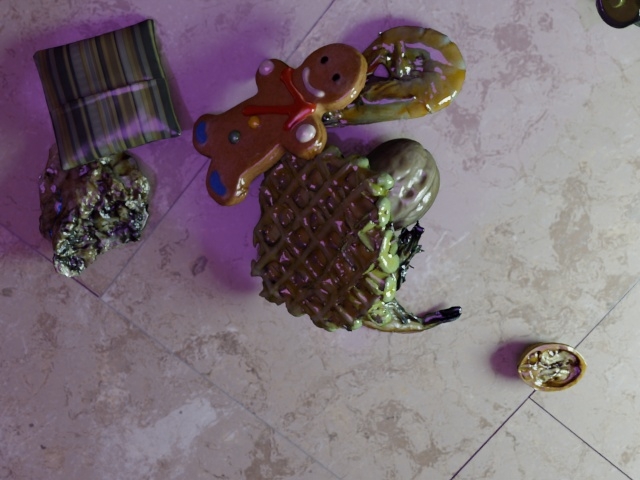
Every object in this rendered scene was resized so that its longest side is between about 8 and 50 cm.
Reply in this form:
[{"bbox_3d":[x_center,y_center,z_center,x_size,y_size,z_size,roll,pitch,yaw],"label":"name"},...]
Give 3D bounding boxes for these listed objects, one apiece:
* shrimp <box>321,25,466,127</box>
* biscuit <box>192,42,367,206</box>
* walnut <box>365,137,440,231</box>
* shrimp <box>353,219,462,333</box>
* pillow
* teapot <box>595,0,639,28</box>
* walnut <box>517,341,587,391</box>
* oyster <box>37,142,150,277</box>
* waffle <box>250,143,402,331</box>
[{"bbox_3d":[0.096,-0.267,1.371,0.287,0.063,0.152,-12,100,0],"label":"shrimp"},{"bbox_3d":[-0.069,-0.208,1.340,0.324,0.049,0.205,-29,61,13],"label":"biscuit"},{"bbox_3d":[0.122,-0.089,1.375,0.140,0.140,0.162,36,80,-7],"label":"walnut"},{"bbox_3d":[0.170,0.072,1.419,0.198,0.051,0.262,13,130,-16],"label":"shrimp"},{"bbox_3d":[-0.352,-0.242,1.373,0.212,0.052,0.208,-16,83,2],"label":"pillow"},{"bbox_3d":[0.491,-0.404,1.302,0.119,0.130,0.166,-22,69,-23],"label":"teapot"},{"bbox_3d":[0.407,0.219,1.481,0.121,0.052,0.091,0,104,3],"label":"walnut"},{"bbox_3d":[-0.401,-0.074,1.419,0.214,0.083,0.223,-33,94,5],"label":"oyster"},{"bbox_3d":[0.000,0.000,1.358,0.297,0.073,0.317,13,107,38],"label":"waffle"}]
